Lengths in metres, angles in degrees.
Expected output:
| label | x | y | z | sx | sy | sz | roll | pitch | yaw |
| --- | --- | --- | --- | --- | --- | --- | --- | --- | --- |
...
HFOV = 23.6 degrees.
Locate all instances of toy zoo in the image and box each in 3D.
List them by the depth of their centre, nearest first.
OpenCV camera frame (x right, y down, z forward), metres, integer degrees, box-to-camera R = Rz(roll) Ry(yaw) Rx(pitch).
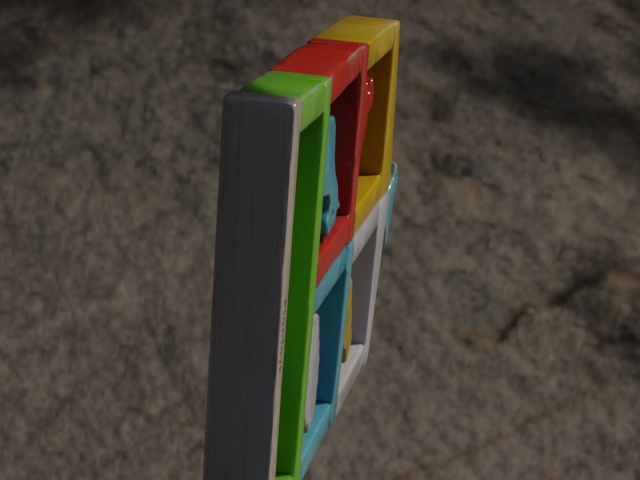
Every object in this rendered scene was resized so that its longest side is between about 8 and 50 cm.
| label | x | y | z | sx | sy | sz | roll | pitch | yaw |
| --- | --- | --- | --- | --- | --- | --- | --- | --- | --- |
| toy zoo | 0.000 | 0.000 | 0.733 | 0.030 | 0.192 | 0.293 | 8 | 17 | 10 |
